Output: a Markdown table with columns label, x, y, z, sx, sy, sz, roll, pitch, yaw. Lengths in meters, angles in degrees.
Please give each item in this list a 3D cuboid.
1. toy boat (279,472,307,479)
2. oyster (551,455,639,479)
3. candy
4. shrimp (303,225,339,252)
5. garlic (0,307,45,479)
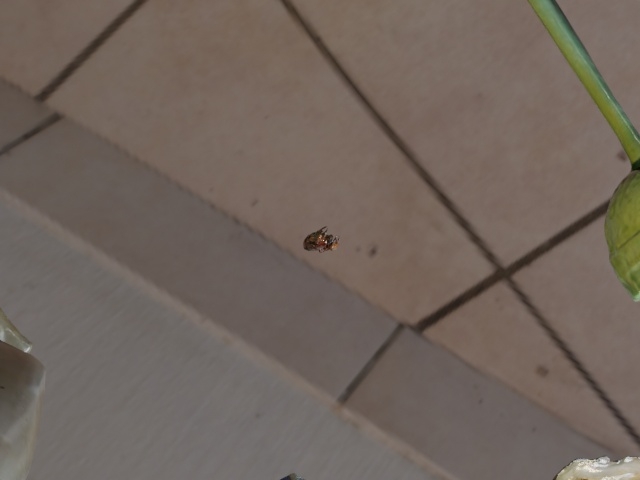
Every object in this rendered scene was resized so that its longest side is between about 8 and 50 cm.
| label | x | y | z | sx | sy | sz | roll | pitch | yaw |
| --- | --- | --- | --- | --- | --- | --- | --- | --- | --- |
| toy boat | 0.032 | 0.431 | 1.910 | 0.088 | 0.129 | 0.295 | -30 | 113 | 20 |
| oyster | 0.274 | 0.318 | 1.552 | 0.161 | 0.107 | 0.233 | 2 | 111 | -7 |
| candy | 0.181 | -0.132 | 1.066 | 0.119 | 0.119 | 0.440 | -40 | 74 | 35 |
| shrimp | 0.004 | 0.001 | 2.091 | 0.038 | 0.029 | 0.092 | 26 | 166 | -11 |
| garlic | -0.340 | 0.159 | 1.107 | 0.279 | 0.325 | 0.132 | -25 | 108 | 16 |
